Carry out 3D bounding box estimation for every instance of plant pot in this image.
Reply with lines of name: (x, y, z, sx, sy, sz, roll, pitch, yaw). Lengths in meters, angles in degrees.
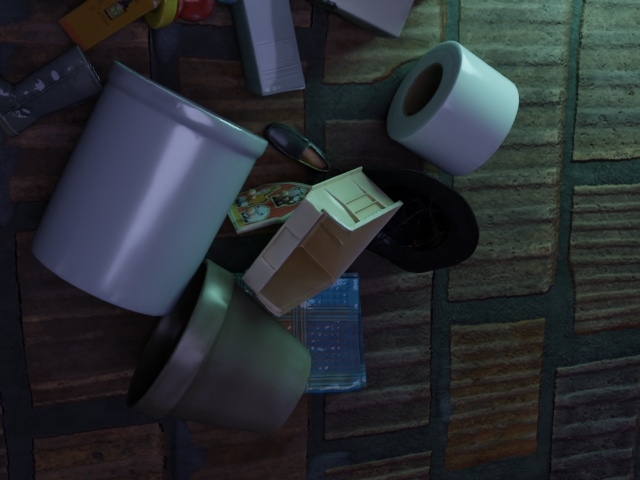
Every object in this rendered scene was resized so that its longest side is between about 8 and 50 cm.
plant pot: (-0.185, 0.242, 1.717, 0.280, 0.323, 0.323, 30, 92, -16)

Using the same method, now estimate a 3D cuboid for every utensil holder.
utensil holder: (-0.332, -0.095, 1.659, 0.327, 0.327, 0.385, 26, 96, -24)

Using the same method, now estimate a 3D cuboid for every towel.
towel: (-0.078, 0.203, 1.915, 0.370, 0.040, 0.272, 1, 78, -18)

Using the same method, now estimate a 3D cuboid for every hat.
hat: (0.204, -0.082, 1.943, 0.331, 0.331, 0.134, 46, 46, -24)

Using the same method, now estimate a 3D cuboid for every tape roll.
tape roll: (0.282, -0.284, 1.878, 0.169, 0.246, 0.246, 28, 92, -25)

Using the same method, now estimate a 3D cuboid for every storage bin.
storage bin: (0.000, 0.000, 1.783, 0.123, 0.260, 0.262, 46, 121, 10)

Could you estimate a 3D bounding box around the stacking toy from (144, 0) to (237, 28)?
stacking toy: (-0.226, -0.553, 1.612, 0.130, 0.309, 0.280, -6, 93, -32)

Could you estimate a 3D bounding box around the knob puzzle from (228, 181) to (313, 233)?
knob puzzle: (-0.102, -0.087, 1.811, 0.213, 0.213, 0.030, -20, 119, -15)

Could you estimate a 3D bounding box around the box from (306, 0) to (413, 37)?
box: (0.047, -0.519, 1.803, 0.275, 0.113, 0.094, 21, 96, -23)

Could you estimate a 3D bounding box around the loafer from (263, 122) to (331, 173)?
loafer: (-0.045, -0.200, 1.876, 0.170, 0.061, 0.062, 28, 94, -24)

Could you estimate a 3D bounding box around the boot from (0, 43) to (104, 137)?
boot: (-0.540, -0.309, 1.633, 0.208, 0.076, 0.190, -27, 127, 9)

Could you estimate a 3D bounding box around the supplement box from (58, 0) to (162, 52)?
supplement box: (-0.379, -0.434, 1.602, 0.078, 0.233, 0.080, 54, 45, -23)

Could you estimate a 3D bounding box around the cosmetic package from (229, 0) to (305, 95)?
cosmetic package: (-0.114, -0.422, 1.759, 0.107, 0.127, 0.238, -13, 110, -17)
